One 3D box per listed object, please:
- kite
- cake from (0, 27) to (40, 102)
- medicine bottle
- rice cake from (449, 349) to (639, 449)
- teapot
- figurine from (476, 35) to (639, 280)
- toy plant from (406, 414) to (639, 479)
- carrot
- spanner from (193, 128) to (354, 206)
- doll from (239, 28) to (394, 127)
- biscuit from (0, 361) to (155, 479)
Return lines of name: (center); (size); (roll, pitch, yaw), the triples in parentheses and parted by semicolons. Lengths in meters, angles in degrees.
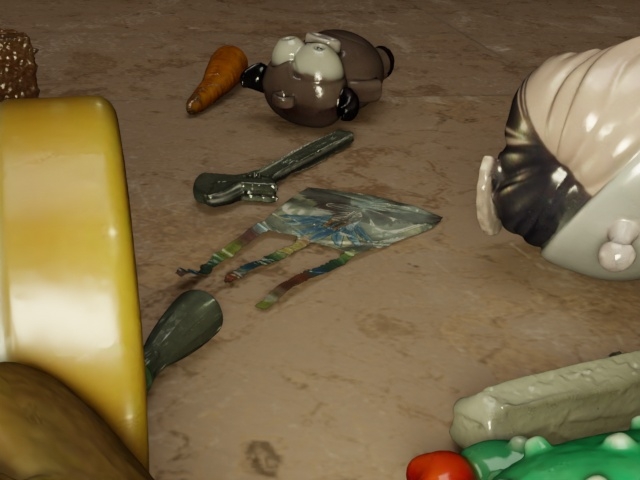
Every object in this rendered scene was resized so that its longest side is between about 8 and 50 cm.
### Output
kite: (0.000, -0.002, 0.951); (0.169, 0.015, 0.310); (13, 25, 22)
cake: (-0.440, -0.203, 1.240); (0.134, 0.135, 0.147); (-10, 21, -26)
medicine bottle: (-0.222, 0.042, 0.540); (0.232, 0.238, 0.238); (-4, 24, -13)
rice cake: (0.208, 0.105, 0.675); (0.256, 0.052, 0.057); (-8, -4, -23)
teapot: (-0.115, 0.078, 0.720); (0.043, 0.043, 0.111); (11, 27, 19)
figurine: (0.334, -0.085, 0.901); (0.361, 0.253, 0.211); (-5, 39, -36)
toy plant: (0.213, 0.122, 0.480); (0.400, 0.185, 0.279); (-23, 24, -18)
carrot: (-0.156, -0.244, 1.455); (0.061, 0.061, 0.257); (5, 25, 6)
spanner: (-0.042, -0.089, 1.143); (0.093, 0.026, 0.325); (12, 23, 25)
doll: (0.010, -0.232, 1.366); (0.182, 0.117, 0.257); (20, 26, 25)
biscuit: (-0.086, 0.120, 0.235); (0.368, 0.076, 0.394); (47, 4, 40)
